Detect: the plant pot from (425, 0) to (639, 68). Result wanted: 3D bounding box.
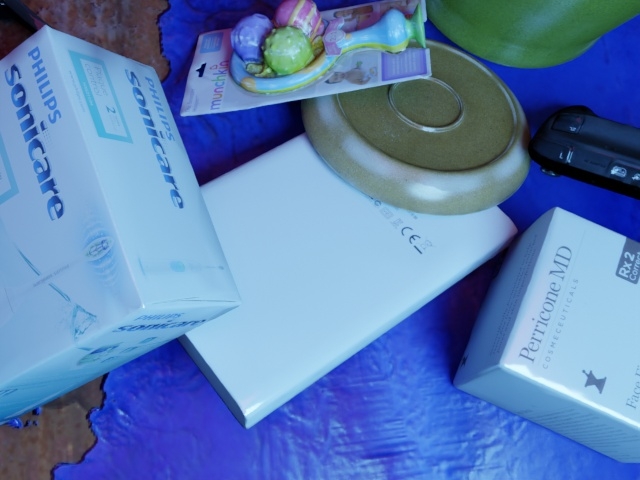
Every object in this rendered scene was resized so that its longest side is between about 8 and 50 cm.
[{"bbox_3d":[0.238,-0.346,0.685,0.367,0.353,0.366,3,69,-9],"label":"plant pot"}]

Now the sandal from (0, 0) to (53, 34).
[{"bbox_3d":[-0.335,-0.245,0.766,0.179,0.067,0.040,42,87,4],"label":"sandal"}]

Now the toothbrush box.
[{"bbox_3d":[-0.240,0.012,0.602,0.296,0.126,0.216,-26,77,21],"label":"toothbrush box"}]

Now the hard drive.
[{"bbox_3d":[0.000,0.000,0.689,0.308,0.040,0.203,-31,66,-25],"label":"hard drive"}]

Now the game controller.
[{"bbox_3d":[0.357,-0.055,0.709,0.319,0.166,0.067,21,109,17],"label":"game controller"}]

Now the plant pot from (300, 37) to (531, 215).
[{"bbox_3d":[0.100,-0.126,0.745,0.237,0.032,0.236,6,54,-9],"label":"plant pot"}]

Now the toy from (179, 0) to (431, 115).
[{"bbox_3d":[-0.018,-0.194,0.728,0.238,0.056,0.136,-4,48,9],"label":"toy"}]

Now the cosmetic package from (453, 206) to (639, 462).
[{"bbox_3d":[0.241,0.090,0.679,0.184,0.151,0.151,24,73,2],"label":"cosmetic package"}]
